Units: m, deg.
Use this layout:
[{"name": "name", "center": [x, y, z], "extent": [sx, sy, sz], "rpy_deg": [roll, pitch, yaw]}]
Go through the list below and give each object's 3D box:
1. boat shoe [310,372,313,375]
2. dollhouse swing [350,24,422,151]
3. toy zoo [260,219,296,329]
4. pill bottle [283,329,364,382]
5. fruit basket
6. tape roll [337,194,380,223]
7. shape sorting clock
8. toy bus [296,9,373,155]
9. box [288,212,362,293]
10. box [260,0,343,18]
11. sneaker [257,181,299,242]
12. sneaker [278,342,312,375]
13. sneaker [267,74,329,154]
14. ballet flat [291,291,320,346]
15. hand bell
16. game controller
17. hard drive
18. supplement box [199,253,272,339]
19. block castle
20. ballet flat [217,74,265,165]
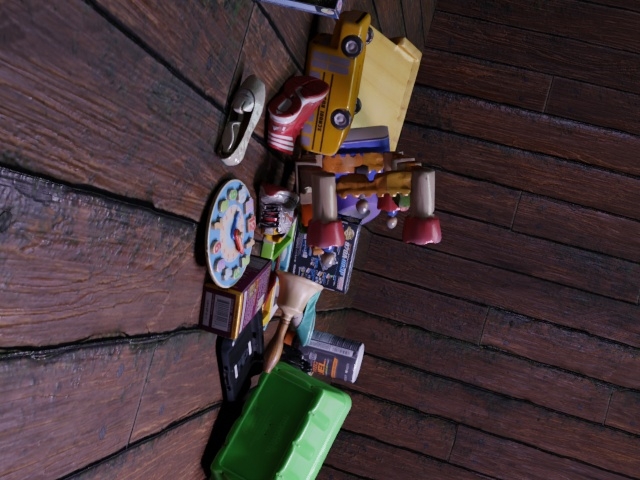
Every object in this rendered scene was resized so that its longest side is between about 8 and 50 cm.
[{"name": "boat shoe", "center": [-0.076, 0.435, 2.505], "extent": [0.307, 0.104, 0.111], "rpy_deg": [-59, 162, -56]}, {"name": "dollhouse swing", "center": [0.090, -0.434, 2.244], "extent": [0.315, 0.304, 0.347], "rpy_deg": [8, -99, 58]}, {"name": "toy zoo", "center": [-0.124, 0.098, 1.956], "extent": [0.192, 0.030, 0.293], "rpy_deg": [-49, 153, -67]}, {"name": "pill bottle", "center": [0.004, 0.353, 2.415], "extent": [0.130, 0.245, 0.131], "rpy_deg": [14, 90, -79]}, {"name": "fruit basket", "center": [-0.113, 0.511, 1.986], "extent": [0.392, 0.282, 0.392], "rpy_deg": [-53, 157, -35]}, {"name": "tape roll", "center": [0.078, -0.101, 2.273], "extent": [0.189, 0.188, 0.080], "rpy_deg": [70, 3, -73]}, {"name": "shape sorting clock", "center": [-0.167, -0.013, 1.459], "extent": [0.206, 0.040, 0.206], "rpy_deg": [4, 90, -76]}, {"name": "toy bus", "center": [0.033, -0.372, 1.819], "extent": [0.108, 0.130, 0.333], "rpy_deg": [-58, 161, -54]}, {"name": "box", "center": [0.011, 0.025, 2.170], "extent": [0.051, 0.175, 0.220], "rpy_deg": [-55, 157, -63]}, {"name": "box", "center": [-0.016, -0.502, 1.283], "extent": [0.044, 0.159, 0.233], "rpy_deg": [26, 79, -79]}, {"name": "sneaker", "center": [-0.096, -0.059, 1.716], "extent": [0.225, 0.088, 0.093], "rpy_deg": [78, 31, -69]}, {"name": "sneaker", "center": [-0.094, 0.375, 2.211], "extent": [0.271, 0.100, 0.108], "rpy_deg": [-141, -104, -81]}, {"name": "sneaker", "center": [-0.060, -0.269, 1.672], "extent": [0.221, 0.087, 0.128], "rpy_deg": [-43, 158, -48]}, {"name": "ballet flat", "center": [-0.053, 0.194, 2.347], "extent": [0.083, 0.087, 0.248], "rpy_deg": [0, -105, 68]}, {"name": "hand bell", "center": [-0.093, 0.205, 1.878], "extent": [0.126, 0.126, 0.242], "rpy_deg": [58, 52, -76]}, {"name": "game controller", "center": [-0.187, 0.259, 1.820], "extent": [0.166, 0.067, 0.319], "rpy_deg": [-50, 157, -33]}, {"name": "hard drive", "center": [0.087, -0.226, 2.112], "extent": [0.319, 0.210, 0.040], "rpy_deg": [66, 20, -74]}, {"name": "supplement box", "center": [-0.171, 0.108, 1.576], "extent": [0.188, 0.080, 0.104], "rpy_deg": [-52, 155, -64]}, {"name": "block castle", "center": [0.095, -0.083, 1.827], "extent": [0.453, 0.302, 0.213], "rpy_deg": [-110, -162, -76]}, {"name": "ballet flat", "center": [-0.139, -0.213, 1.353], "extent": [0.052, 0.057, 0.168], "rpy_deg": [12, 93, -70]}]
